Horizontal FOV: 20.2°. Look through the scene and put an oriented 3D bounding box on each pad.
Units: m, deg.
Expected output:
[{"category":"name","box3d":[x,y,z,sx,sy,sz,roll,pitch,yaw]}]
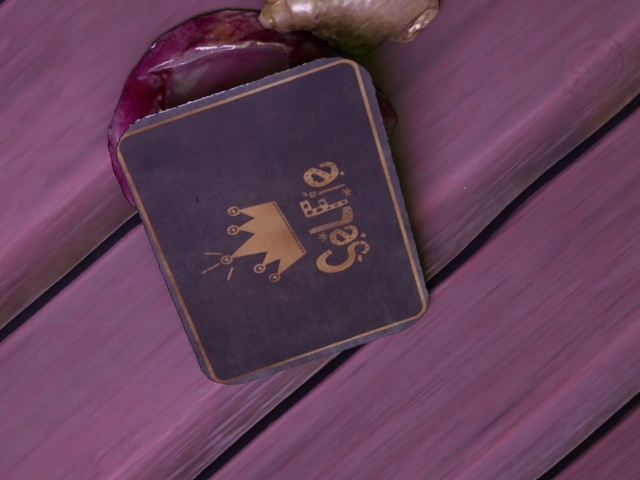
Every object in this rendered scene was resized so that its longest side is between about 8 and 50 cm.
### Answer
[{"category":"pad","box3d":[0.001,-0.001,1.707,0.315,0.063,0.375,-20,134,-1]}]

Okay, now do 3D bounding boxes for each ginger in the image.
[{"category":"ginger","box3d":[0.050,-0.243,1.738,0.213,0.074,0.137,-39,112,-3]}]

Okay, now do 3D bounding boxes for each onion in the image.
[{"category":"onion","box3d":[-0.075,-0.094,1.745,0.247,0.111,0.250,37,99,-14]}]
